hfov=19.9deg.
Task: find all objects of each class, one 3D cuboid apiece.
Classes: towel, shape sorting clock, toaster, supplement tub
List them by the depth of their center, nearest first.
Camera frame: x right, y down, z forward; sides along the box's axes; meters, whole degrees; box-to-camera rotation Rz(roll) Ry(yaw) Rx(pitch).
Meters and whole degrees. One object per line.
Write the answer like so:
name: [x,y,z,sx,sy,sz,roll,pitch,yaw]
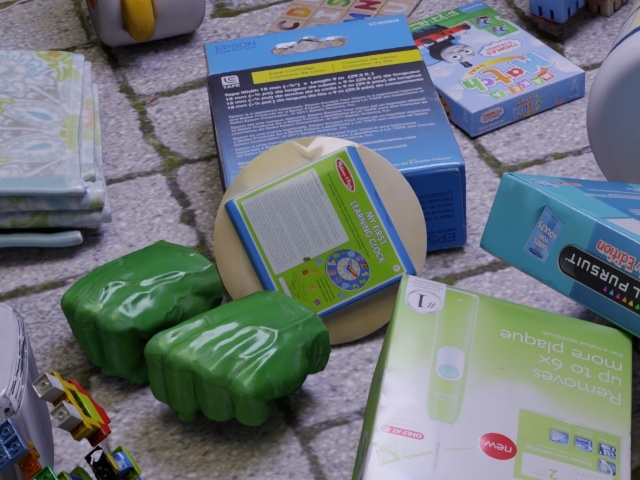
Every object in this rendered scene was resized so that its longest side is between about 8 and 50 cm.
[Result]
toaster: [-0.302,0.157,1.569,0.129,0.146,0.227,-7,34,-2]
shape sorting clock: [0.000,0.000,1.764,0.206,0.040,0.206,-1,78,3]
supplement tub: [0.424,-0.183,1.897,0.235,0.235,0.325,9,37,20]
towel: [-0.419,-0.102,1.986,0.374,0.090,0.320,0,33,-9]

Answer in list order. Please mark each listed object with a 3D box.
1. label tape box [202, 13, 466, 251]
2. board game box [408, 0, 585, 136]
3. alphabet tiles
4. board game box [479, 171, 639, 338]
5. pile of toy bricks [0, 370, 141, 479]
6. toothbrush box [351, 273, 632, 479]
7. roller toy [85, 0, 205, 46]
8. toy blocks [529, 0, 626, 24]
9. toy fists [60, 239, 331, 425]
label tape box: [0.009,-0.107,1.954,0.240,0.106,0.334,-8,34,-3]
board game box: [0.182,-0.204,2.131,0.160,0.039,0.211,-21,40,-24]
alphabet tiles: [0.038,-0.265,2.275,0.198,0.009,0.237,9,37,21]
board game box: [0.348,0.042,1.621,0.253,0.079,0.336,2,22,-44]
pile of toy bricks: [-0.182,0.218,1.463,0.118,0.105,0.212,-40,61,7]
toothbrush box: [0.135,0.175,1.466,0.206,0.122,0.283,15,37,1]
roller toy: [-0.231,-0.338,2.260,0.146,0.209,0.191,-13,-4,-11]
toy blocks: [0.334,-0.400,2.235,0.190,0.261,0.381,24,50,33]
toy fists: [-0.128,0.091,1.695,0.142,0.096,0.279,-23,35,-39]
